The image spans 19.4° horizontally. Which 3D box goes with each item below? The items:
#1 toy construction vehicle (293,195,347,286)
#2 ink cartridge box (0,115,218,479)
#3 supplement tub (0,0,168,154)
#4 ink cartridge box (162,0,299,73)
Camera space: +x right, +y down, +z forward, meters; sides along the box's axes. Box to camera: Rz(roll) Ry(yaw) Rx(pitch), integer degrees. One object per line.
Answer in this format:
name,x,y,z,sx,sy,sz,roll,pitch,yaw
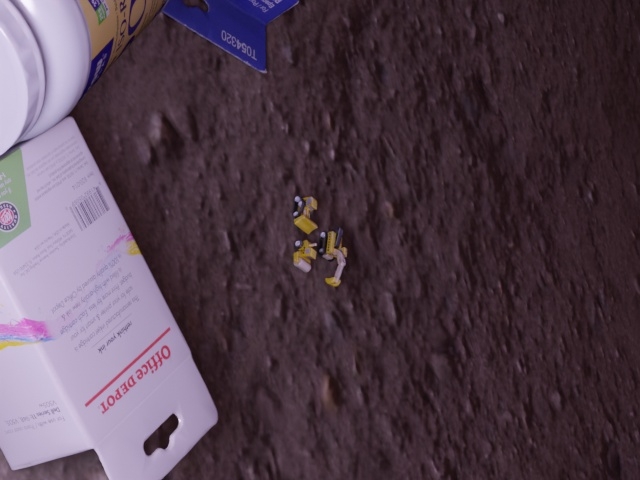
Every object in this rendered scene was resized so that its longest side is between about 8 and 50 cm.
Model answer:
toy construction vehicle,0.000,0.000,2.366,0.086,0.035,0.098,39,45,-42
ink cartridge box,-0.259,0.082,1.851,0.207,0.119,0.353,-43,112,-54
supplement tub,-0.300,-0.242,1.824,0.241,0.241,0.331,59,35,-21
ink cartridge box,-0.141,-0.416,2.313,0.324,0.071,0.330,27,52,-50
